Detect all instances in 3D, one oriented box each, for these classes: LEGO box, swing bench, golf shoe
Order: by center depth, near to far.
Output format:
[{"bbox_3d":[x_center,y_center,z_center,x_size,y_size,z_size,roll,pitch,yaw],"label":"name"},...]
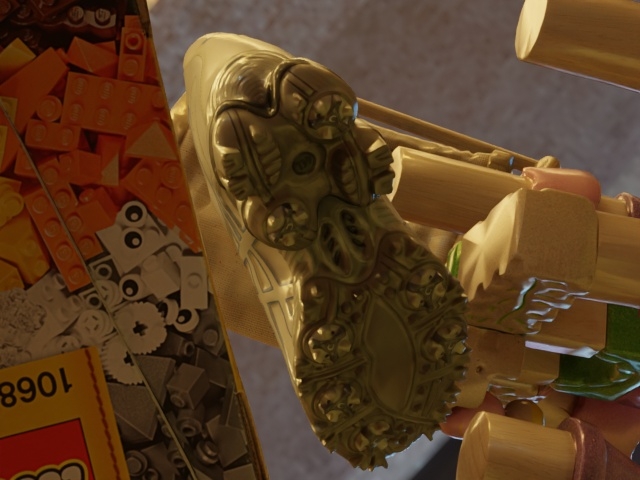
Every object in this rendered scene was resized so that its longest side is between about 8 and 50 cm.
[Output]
[{"bbox_3d":[0.000,0.000,0.703,0.069,0.086,0.176,-27,-54,-12],"label":"golf shoe"},{"bbox_3d":[-0.161,0.024,1.030,0.193,0.373,0.500,-14,-1,-6],"label":"LEGO box"},{"bbox_3d":[0.016,-0.013,1.485,0.254,0.253,0.165,-24,-48,-70],"label":"swing bench"}]

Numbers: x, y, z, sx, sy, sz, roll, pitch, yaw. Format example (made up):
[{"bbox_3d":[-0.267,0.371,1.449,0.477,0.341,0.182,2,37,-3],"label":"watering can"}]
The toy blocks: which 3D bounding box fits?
[{"bbox_3d":[0.174,0.072,1.030,0.288,0.260,0.309,132,150,-65],"label":"toy blocks"}]
